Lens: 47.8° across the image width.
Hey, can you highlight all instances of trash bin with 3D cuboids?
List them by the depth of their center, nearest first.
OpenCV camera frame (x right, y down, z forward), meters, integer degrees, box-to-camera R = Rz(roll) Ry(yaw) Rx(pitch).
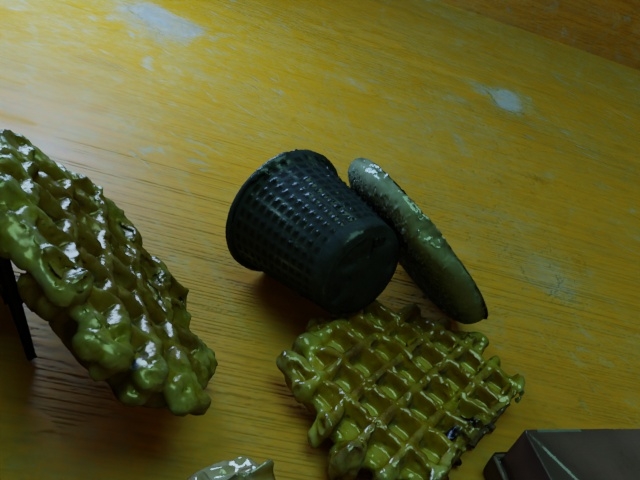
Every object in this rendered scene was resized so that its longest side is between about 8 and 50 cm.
[{"bbox_3d":[0.000,0.000,0.860,0.175,0.175,0.161,-9,35,-39],"label":"trash bin"}]

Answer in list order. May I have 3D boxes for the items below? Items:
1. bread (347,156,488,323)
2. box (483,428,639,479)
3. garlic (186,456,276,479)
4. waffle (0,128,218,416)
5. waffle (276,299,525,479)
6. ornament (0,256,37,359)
[{"bbox_3d":[0.118,0.006,0.935,0.267,0.040,0.267,52,-2,3],"label":"bread"},{"bbox_3d":[0.311,0.300,0.739,0.215,0.086,0.215,6,38,-23],"label":"box"},{"bbox_3d":[-0.034,0.276,0.499,0.245,0.164,0.145,48,24,24],"label":"garlic"},{"bbox_3d":[-0.204,0.032,0.673,0.325,0.068,0.302,55,0,12],"label":"waffle"},{"bbox_3d":[0.098,0.173,0.808,0.310,0.065,0.283,9,34,-15],"label":"waffle"},{"bbox_3d":[-0.386,0.037,0.653,0.196,0.166,0.153,-19,50,-27],"label":"ornament"}]
